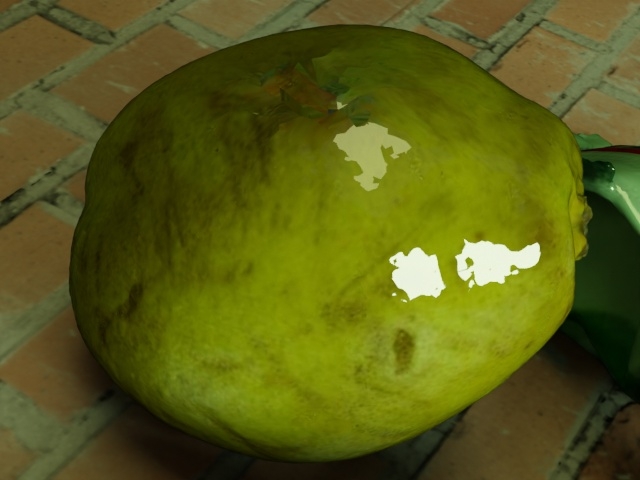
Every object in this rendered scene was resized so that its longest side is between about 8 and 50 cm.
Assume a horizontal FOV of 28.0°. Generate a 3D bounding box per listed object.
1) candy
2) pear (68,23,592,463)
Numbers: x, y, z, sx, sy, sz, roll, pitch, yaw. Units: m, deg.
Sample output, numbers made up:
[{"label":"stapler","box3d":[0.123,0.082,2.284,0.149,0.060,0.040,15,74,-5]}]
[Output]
[{"label":"candy","box3d":[0.216,0.006,0.920,0.262,0.172,0.398,1,20,-29]},{"label":"pear","box3d":[0.000,0.000,0.758,0.321,0.269,0.269,2,33,28]}]
